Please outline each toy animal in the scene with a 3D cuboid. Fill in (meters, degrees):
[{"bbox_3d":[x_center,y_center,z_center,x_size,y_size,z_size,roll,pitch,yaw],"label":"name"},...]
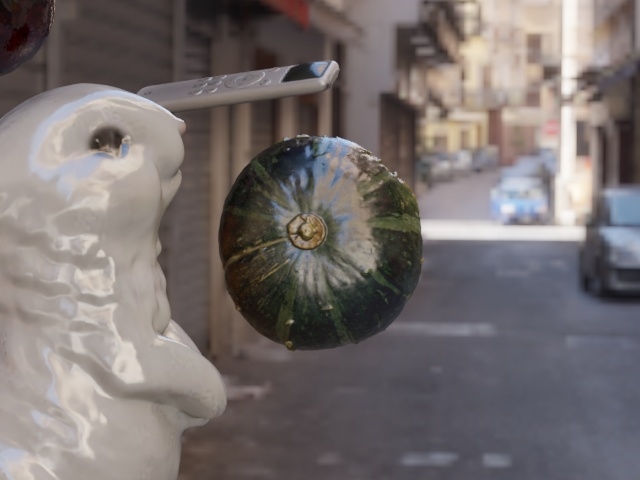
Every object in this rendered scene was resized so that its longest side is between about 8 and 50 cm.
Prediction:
[{"bbox_3d":[-0.192,0.073,1.211,0.258,0.357,0.194,-3,6,11],"label":"toy animal"}]

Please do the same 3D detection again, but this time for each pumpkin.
[{"bbox_3d":[0.000,0.001,1.531,0.190,0.190,0.146,0,7,2],"label":"pumpkin"}]

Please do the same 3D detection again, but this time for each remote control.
[{"bbox_3d":[-0.106,-0.184,2.090,0.261,0.029,0.067,-6,26,19],"label":"remote control"}]

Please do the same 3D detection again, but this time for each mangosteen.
[{"bbox_3d":[-0.298,-0.194,1.477,0.153,0.152,0.152,0,3,0],"label":"mangosteen"}]
